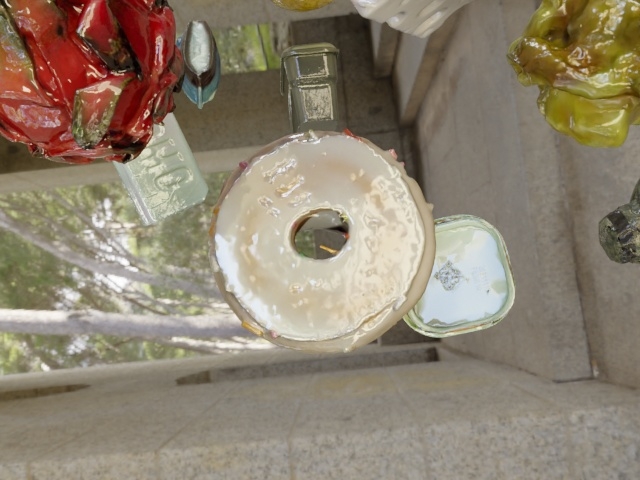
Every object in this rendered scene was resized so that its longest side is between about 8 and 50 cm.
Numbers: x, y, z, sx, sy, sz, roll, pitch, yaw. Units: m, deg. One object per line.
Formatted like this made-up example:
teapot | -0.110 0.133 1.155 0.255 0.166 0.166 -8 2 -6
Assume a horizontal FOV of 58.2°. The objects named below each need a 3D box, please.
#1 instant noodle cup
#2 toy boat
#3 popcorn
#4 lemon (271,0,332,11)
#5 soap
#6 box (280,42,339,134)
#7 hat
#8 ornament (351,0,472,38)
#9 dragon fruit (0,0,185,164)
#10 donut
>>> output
instant noodle cup | 0.266 0.070 1.171 0.308 0.294 0.293 18 -114 -77
toy boat | -0.166 -0.238 0.781 0.060 0.060 0.137 107 155 -54
popcorn | 0.464 -0.292 0.843 0.321 0.326 0.290 49 -166 4
lemon | -0.037 -0.552 1.116 0.260 0.204 0.204 -104 6 -54
soap | -0.407 -0.199 1.409 0.095 0.173 0.289 -11 105 60
box | -0.019 -0.338 1.397 0.274 0.139 0.178 117 144 -82
hat | 0.726 -0.014 1.338 0.265 0.129 0.265 -13 -90 -79
ornament | 0.101 -0.362 0.517 0.239 0.239 0.240 57 -154 0
dragon fruit | -0.240 -0.197 0.544 0.293 0.234 0.233 115 151 -68
donut | 0.000 0.000 0.976 0.142 0.383 0.382 110 154 -83
